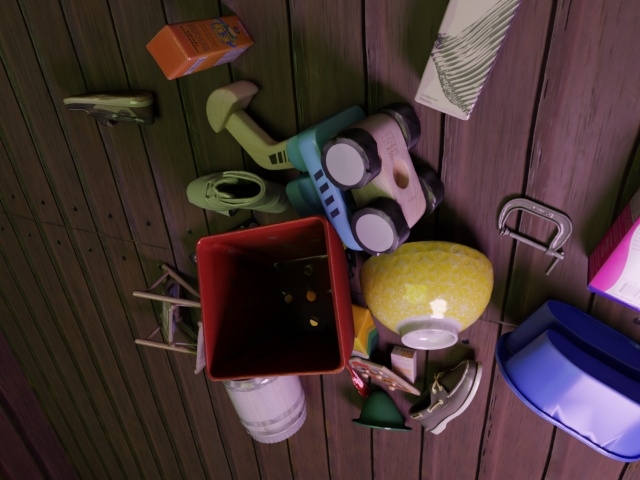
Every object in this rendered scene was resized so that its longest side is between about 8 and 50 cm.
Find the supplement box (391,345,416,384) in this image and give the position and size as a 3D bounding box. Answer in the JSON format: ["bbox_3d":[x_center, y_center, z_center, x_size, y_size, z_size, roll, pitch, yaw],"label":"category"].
[{"bbox_3d":[0.229,0.340,1.306,0.062,0.036,0.098,9,124,25],"label":"supplement box"}]

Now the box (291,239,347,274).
[{"bbox_3d":[0.000,0.000,1.126,0.042,0.178,0.109,-5,117,45],"label":"box"}]

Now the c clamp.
[{"bbox_3d":[0.435,-0.012,0.979,0.161,0.022,0.137,31,129,9],"label":"c clamp"}]

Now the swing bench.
[{"bbox_3d":[-0.454,0.256,1.559,0.255,0.165,0.253,23,127,8],"label":"swing bench"}]

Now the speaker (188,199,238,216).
[{"bbox_3d":[-0.292,-0.110,1.303,0.136,0.055,0.055,20,127,18],"label":"speaker"}]

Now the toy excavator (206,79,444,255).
[{"bbox_3d":[-0.023,-0.172,1.032,0.445,0.222,0.433,-8,114,42],"label":"toy excavator"}]

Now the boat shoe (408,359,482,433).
[{"bbox_3d":[0.323,0.402,1.247,0.091,0.109,0.305,25,132,7],"label":"boat shoe"}]

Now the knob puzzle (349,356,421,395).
[{"bbox_3d":[0.152,0.376,1.321,0.213,0.030,0.213,25,160,9],"label":"knob puzzle"}]

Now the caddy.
[{"bbox_3d":[0.531,0.287,0.974,0.341,0.241,0.179,31,125,9],"label":"caddy"}]

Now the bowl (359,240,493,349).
[{"bbox_3d":[0.227,0.140,1.021,0.290,0.156,0.289,3,149,2],"label":"bowl"}]

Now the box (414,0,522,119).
[{"bbox_3d":[0.263,-0.358,0.811,0.113,0.094,0.275,25,129,14],"label":"box"}]

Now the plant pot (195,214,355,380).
[{"bbox_3d":[-0.057,0.113,0.947,0.267,0.236,0.267,-9,83,20],"label":"plant pot"}]

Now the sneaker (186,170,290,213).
[{"bbox_3d":[-0.236,-0.130,1.171,0.293,0.169,0.108,4,86,21],"label":"sneaker"}]

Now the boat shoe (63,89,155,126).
[{"bbox_3d":[-0.565,-0.349,1.276,0.285,0.103,0.092,5,116,20],"label":"boat shoe"}]

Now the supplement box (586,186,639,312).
[{"bbox_3d":[0.585,0.003,0.846,0.111,0.114,0.220,26,130,14],"label":"supplement box"}]

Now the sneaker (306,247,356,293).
[{"bbox_3d":[0.006,0.057,1.230,0.227,0.130,0.087,22,131,51],"label":"sneaker"}]

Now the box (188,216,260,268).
[{"bbox_3d":[-0.230,0.077,1.382,0.270,0.060,0.216,-24,105,38],"label":"box"}]

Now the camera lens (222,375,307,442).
[{"bbox_3d":[-0.173,0.455,1.484,0.219,0.219,0.274,-2,118,30],"label":"camera lens"}]

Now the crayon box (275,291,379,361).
[{"bbox_3d":[0.031,0.207,1.204,0.202,0.081,0.318,17,160,19],"label":"crayon box"}]

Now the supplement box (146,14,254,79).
[{"bbox_3d":[-0.236,-0.400,0.973,0.080,0.233,0.078,-26,104,34],"label":"supplement box"}]

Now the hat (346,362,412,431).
[{"bbox_3d":[0.181,0.454,1.411,0.173,0.183,0.208,-8,159,44],"label":"hat"}]
